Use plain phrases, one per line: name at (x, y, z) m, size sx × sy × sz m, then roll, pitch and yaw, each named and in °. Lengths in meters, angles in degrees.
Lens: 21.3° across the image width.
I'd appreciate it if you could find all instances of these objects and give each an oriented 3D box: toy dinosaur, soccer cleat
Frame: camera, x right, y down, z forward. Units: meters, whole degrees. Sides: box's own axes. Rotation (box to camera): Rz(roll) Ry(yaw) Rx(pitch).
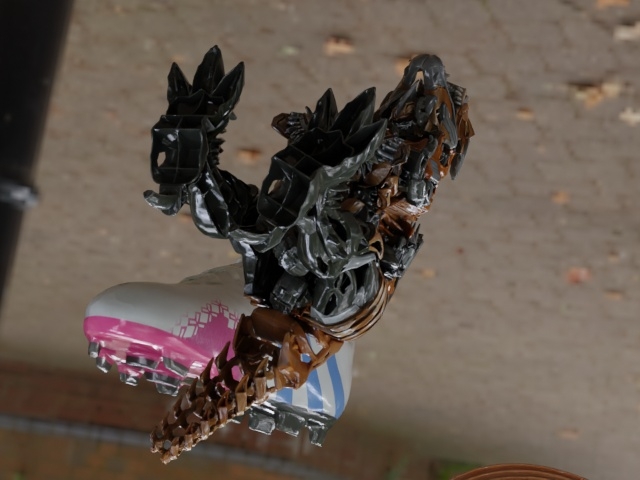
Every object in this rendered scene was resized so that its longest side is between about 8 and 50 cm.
toy dinosaur at (0.000, 0.000, 1.099) m, size 0.164 × 0.322 × 0.218 m, roll -2°, pitch 142°, yaw 24°
soccer cleat at (-0.070, 0.059, 1.308) m, size 0.116 × 0.143 × 0.331 m, roll 8°, pitch 167°, yaw 27°

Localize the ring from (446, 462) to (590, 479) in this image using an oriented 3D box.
ring at (0.249, 0.384, 1.863) m, size 0.337 × 0.336 × 0.032 m, roll 11°, pitch 133°, yaw -9°
